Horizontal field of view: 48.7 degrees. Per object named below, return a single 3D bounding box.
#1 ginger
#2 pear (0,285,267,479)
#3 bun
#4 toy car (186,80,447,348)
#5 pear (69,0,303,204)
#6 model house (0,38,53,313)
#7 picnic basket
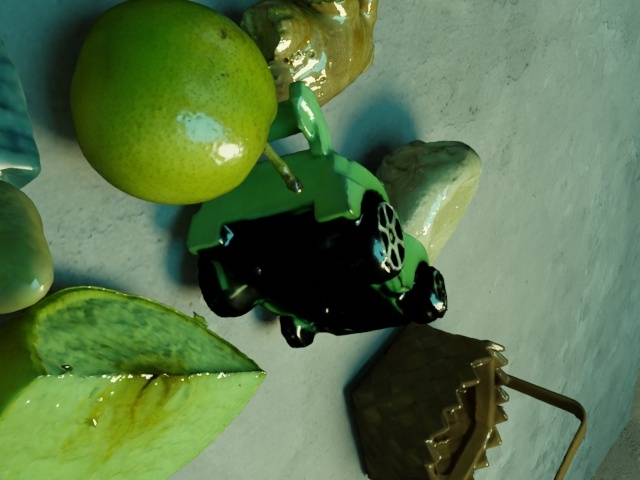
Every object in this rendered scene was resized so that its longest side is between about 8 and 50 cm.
[{"bbox_3d":[-0.020,-0.200,0.755,0.216,0.102,0.157,-32,155,-28],"label":"ginger"},{"bbox_3d":[-0.223,0.169,0.645,0.288,0.139,0.239,15,107,-58],"label":"pear"},{"bbox_3d":[0.130,-0.053,0.992,0.231,0.133,0.231,-52,163,-22],"label":"bun"},{"bbox_3d":[0.000,0.000,0.804,0.358,0.213,0.176,38,44,-54],"label":"toy car"},{"bbox_3d":[-0.104,-0.110,0.612,0.166,0.216,0.180,125,-15,-56],"label":"pear"},{"bbox_3d":[-0.259,-0.030,0.344,0.194,0.325,0.267,15,92,-55],"label":"model house"},{"bbox_3d":[0.234,0.311,1.138,0.254,0.321,0.291,-47,139,-35],"label":"picnic basket"}]
